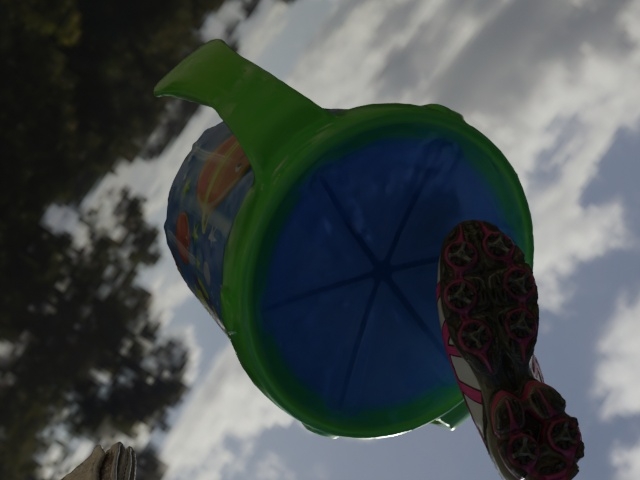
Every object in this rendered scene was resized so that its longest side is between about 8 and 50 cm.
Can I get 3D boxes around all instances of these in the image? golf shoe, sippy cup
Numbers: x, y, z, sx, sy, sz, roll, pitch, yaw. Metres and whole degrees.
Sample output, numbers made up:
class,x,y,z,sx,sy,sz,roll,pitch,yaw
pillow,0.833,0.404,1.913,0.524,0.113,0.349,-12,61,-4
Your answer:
class,x,y,z,sx,sy,sz,roll,pitch,yaw
golf shoe,0.114,0.080,1.019,0.086,0.067,0.186,122,-45,-72
sippy cup,0.000,0.000,1.125,0.224,0.240,0.306,27,-59,60

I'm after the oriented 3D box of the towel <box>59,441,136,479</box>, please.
class,x,y,z,sx,sy,sz,roll,pitch,yaw
towel,-0.272,0.316,1.407,0.282,0.049,0.187,-45,-160,16
